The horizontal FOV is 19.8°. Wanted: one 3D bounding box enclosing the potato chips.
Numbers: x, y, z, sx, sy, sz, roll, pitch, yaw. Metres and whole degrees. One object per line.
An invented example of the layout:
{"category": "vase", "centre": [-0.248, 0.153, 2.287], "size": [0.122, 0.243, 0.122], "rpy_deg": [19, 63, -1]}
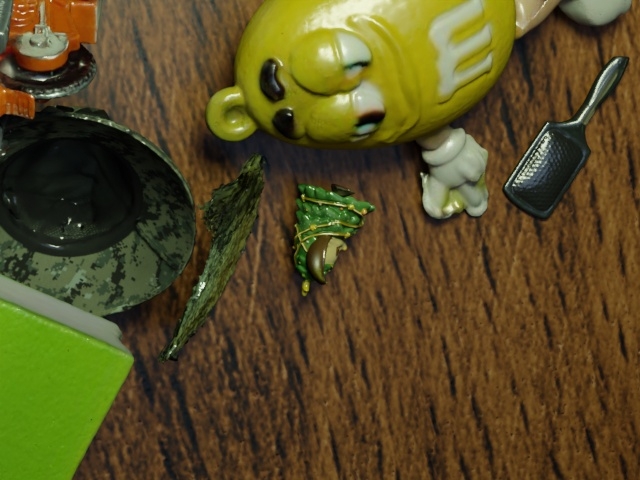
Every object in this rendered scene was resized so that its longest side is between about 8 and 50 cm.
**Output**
{"category": "potato chips", "centre": [-0.096, 0.007, 1.721], "size": [0.029, 0.202, 0.220], "rpy_deg": [27, 128, 8]}

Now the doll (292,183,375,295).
{"category": "doll", "centre": [-0.007, -0.008, 1.810], "size": [0.076, 0.078, 0.113], "rpy_deg": [36, 85, -14]}

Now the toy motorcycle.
{"category": "toy motorcycle", "centre": [-0.298, -0.215, 1.599], "size": [0.221, 0.326, 0.148], "rpy_deg": [3, 129, -4]}

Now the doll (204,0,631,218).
{"category": "doll", "centre": [0.123, -0.207, 1.786], "size": [0.348, 0.161, 0.423], "rpy_deg": [32, 96, -35]}

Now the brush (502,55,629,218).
{"category": "brush", "centre": [0.262, -0.113, 1.906], "size": [0.063, 0.016, 0.193], "rpy_deg": [33, 88, -19]}

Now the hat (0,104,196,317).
{"category": "hat", "centre": [-0.231, -0.052, 1.703], "size": [0.265, 0.128, 0.265], "rpy_deg": [1, 131, 1]}

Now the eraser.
{"category": "eraser", "centre": [-0.323, 0.173, 1.705], "size": [0.210, 0.092, 0.274], "rpy_deg": [26, 102, -23]}
